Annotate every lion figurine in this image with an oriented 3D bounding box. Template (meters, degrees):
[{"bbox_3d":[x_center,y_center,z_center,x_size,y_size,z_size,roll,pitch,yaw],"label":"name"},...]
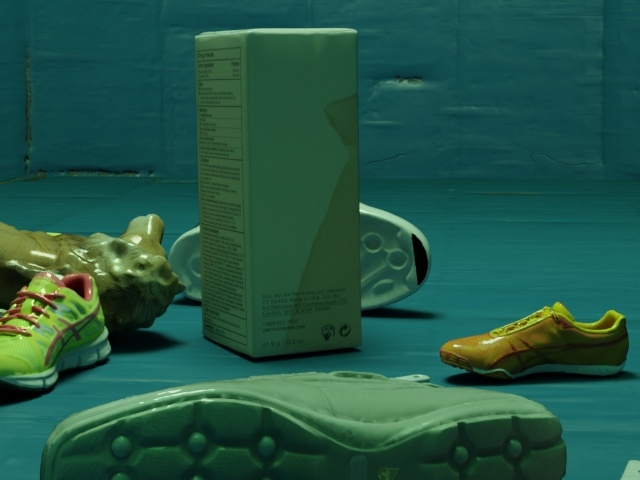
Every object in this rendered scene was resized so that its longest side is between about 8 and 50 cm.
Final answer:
[{"bbox_3d":[-0.345,0.007,1.357,0.392,0.142,0.240,15,-7,-34],"label":"lion figurine"}]

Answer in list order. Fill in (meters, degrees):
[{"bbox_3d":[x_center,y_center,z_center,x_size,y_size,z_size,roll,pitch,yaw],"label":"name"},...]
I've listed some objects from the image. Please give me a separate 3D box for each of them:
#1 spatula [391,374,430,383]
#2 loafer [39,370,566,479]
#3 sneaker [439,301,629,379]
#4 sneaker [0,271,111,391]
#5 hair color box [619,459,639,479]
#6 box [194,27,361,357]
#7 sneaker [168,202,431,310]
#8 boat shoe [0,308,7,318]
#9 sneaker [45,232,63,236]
[{"bbox_3d":[0.030,0.132,1.102,0.242,0.019,0.168,-6,9,-35],"label":"spatula"},{"bbox_3d":[-0.010,0.132,0.811,0.319,0.112,0.111,5,0,-24],"label":"loafer"},{"bbox_3d":[0.190,0.088,1.240,0.175,0.067,0.064,-4,10,-12],"label":"sneaker"},{"bbox_3d":[-0.258,0.077,1.232,0.081,0.094,0.208,4,10,16],"label":"sneaker"},{"bbox_3d":[0.197,0.166,0.726,0.093,0.053,0.167,1,9,20],"label":"hair color box"},{"bbox_3d":[-0.043,-0.052,1.363,0.121,0.311,0.148,-4,8,-25],"label":"box"},{"bbox_3d":[0.000,0.001,1.643,0.323,0.130,0.236,-3,10,21],"label":"sneaker"},{"bbox_3d":[-0.344,0.099,1.248,0.152,0.056,0.049,-14,18,-22],"label":"boat shoe"},{"bbox_3d":[-0.303,0.035,1.552,0.240,0.091,0.126,-5,10,-37],"label":"sneaker"}]
